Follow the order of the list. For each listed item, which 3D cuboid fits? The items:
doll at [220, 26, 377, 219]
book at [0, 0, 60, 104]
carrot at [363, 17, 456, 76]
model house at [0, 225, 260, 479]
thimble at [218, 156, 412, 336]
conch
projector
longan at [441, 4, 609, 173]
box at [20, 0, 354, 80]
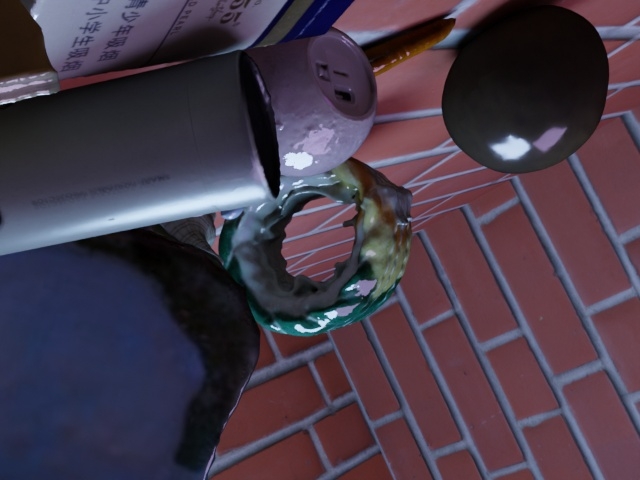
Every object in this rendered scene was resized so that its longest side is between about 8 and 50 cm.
[{"bbox_3d":[-0.077,-0.104,0.826,0.287,0.151,0.151,-23,175,43],"label":"doll"},{"bbox_3d":[-0.223,-0.096,0.332,0.192,0.168,0.013,-19,147,-33],"label":"book"},{"bbox_3d":[0.070,-0.201,0.951,0.190,0.037,0.037,-26,172,-4],"label":"carrot"},{"bbox_3d":[-0.268,0.085,0.882,0.360,0.297,0.339,15,-174,-13],"label":"model house"},{"bbox_3d":[0.000,0.000,1.254,0.288,0.254,0.167,-34,170,18],"label":"thimble"},{"bbox_3d":[-0.187,-0.024,1.094,0.114,0.137,0.234,-50,-166,-29],"label":"conch"},{"bbox_3d":[-0.200,-0.048,0.601,0.338,0.108,0.108,-11,173,6],"label":"projector"},{"bbox_3d":[0.256,-0.184,1.076,0.220,0.196,0.196,-33,169,30],"label":"longan"},{"bbox_3d":[-0.071,-0.180,0.542,0.259,0.071,0.168,-20,171,-35],"label":"box"}]
